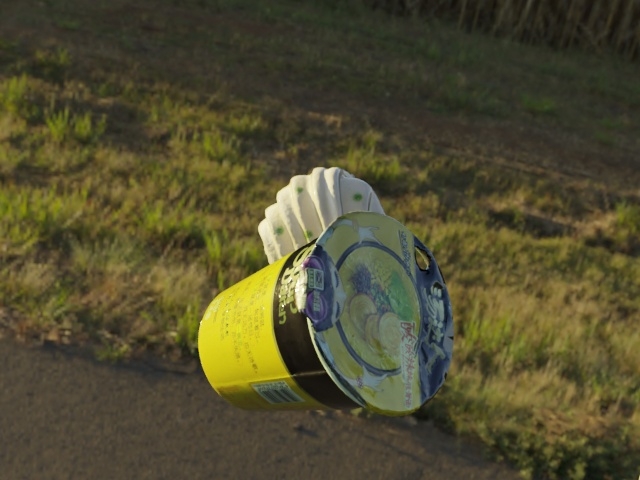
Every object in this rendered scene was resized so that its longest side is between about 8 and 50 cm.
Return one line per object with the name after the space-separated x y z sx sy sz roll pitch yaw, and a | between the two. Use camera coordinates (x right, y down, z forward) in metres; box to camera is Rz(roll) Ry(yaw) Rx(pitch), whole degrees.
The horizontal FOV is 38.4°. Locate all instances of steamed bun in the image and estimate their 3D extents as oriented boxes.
0.000 0.000 1.166 0.182 0.183 0.106 20 16 20 | steamed bun

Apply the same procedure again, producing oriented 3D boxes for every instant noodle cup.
-0.008 0.099 0.995 0.236 0.216 0.215 -22 -5 43 | instant noodle cup

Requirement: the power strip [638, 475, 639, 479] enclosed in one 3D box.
0.205 0.138 0.510 0.056 0.123 0.032 -21 53 -9 | power strip
